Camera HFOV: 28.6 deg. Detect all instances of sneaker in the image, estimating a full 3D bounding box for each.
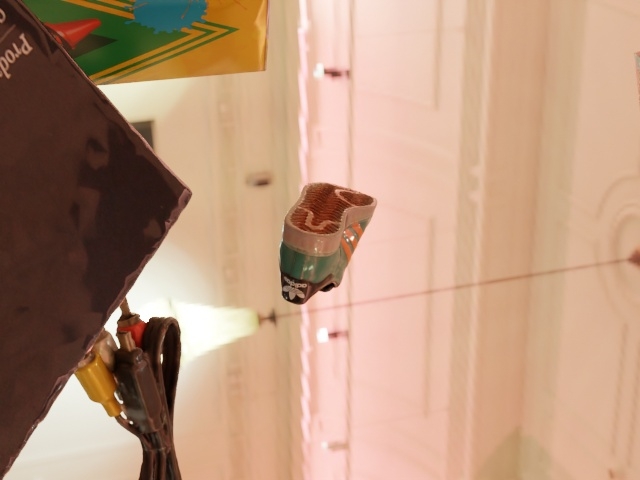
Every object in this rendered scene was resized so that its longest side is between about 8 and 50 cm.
[{"bbox_3d":[0.000,0.000,1.795,0.302,0.108,0.121,-42,150,-67],"label":"sneaker"}]

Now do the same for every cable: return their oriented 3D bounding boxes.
[{"bbox_3d":[-0.192,0.196,1.358,0.072,0.139,0.287,3,-65,30],"label":"cable"}]

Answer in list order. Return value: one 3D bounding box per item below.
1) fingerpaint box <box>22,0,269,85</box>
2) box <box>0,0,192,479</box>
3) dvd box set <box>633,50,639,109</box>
[{"bbox_3d":[-0.255,-0.363,1.168,0.163,0.371,0.445,98,-16,-64],"label":"fingerpaint box"},{"bbox_3d":[-0.435,-0.055,0.813,0.479,0.297,0.472,-12,-55,43],"label":"box"},{"bbox_3d":[0.512,-0.036,1.697,0.308,0.062,0.421,-95,174,-74],"label":"dvd box set"}]
